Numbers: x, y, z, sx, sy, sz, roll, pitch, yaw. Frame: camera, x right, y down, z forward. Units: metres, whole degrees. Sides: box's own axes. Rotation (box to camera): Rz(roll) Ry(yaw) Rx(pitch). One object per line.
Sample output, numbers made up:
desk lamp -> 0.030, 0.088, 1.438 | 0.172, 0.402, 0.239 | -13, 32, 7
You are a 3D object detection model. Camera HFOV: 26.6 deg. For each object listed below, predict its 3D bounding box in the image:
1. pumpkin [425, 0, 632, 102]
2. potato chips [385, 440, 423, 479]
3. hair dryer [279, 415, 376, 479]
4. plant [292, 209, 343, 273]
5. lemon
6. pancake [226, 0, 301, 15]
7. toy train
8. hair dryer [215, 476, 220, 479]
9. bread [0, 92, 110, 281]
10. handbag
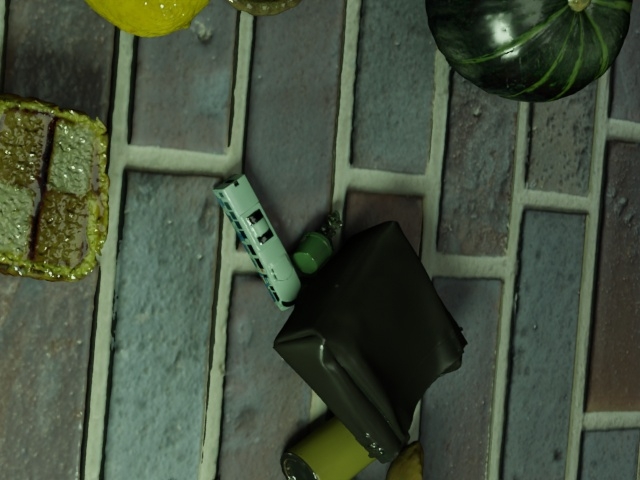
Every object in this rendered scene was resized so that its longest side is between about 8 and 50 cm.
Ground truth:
pumpkin -> 0.312, -0.361, 2.016 | 0.323, 0.241, 0.323 | -1, 91, -36
potato chips -> 0.124, 0.403, 2.005 | 0.061, 0.195, 0.208 | 2, 117, 1
hair dryer -> 0.046, 0.388, 1.981 | 0.135, 0.090, 0.279 | -33, 118, -32
plant -> 0.000, 0.000, 1.935 | 0.051, 0.051, 0.102 | 56, 49, -25
lemon -> -0.221, -0.344, 1.671 | 0.180, 0.180, 0.193 | -40, 97, -27
pancake -> -0.078, -0.406, 1.867 | 0.199, 0.021, 0.199 | -2, 93, -35
toy train -> -0.080, 0.006, 1.877 | 0.043, 0.047, 0.207 | -38, 112, -27
hair dryer -> -0.171, 0.346, 1.853 | 0.079, 0.031, 0.083 | 54, 50, -16
bread -> -0.349, -0.063, 1.648 | 0.181, 0.096, 0.222 | 6, 88, -36
handbag -> 0.081, 0.143, 1.913 | 0.257, 0.113, 0.285 | 53, 44, -16
